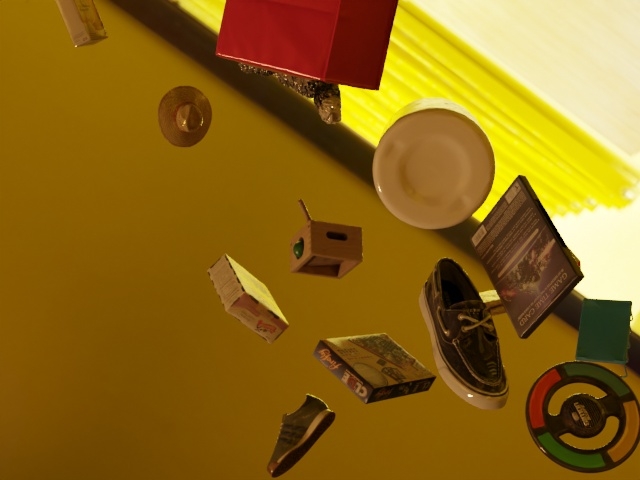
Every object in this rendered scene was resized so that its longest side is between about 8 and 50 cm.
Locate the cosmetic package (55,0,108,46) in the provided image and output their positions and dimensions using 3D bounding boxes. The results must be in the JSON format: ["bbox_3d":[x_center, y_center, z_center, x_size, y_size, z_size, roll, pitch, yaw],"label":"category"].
[{"bbox_3d":[-0.444,-0.419,1.570,0.041,0.115,0.060,-17,-169,26],"label":"cosmetic package"}]

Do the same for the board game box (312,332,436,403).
[{"bbox_3d":[0.118,0.267,1.808,0.243,0.165,0.042,3,120,-52],"label":"board game box"}]

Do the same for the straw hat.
[{"bbox_3d":[-0.302,-0.283,1.967,0.144,0.144,0.061,-55,-149,-6],"label":"straw hat"}]

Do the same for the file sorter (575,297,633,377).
[{"bbox_3d":[0.716,0.246,2.136,0.104,0.118,0.170,55,44,-50],"label":"file sorter"}]

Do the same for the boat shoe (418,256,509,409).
[{"bbox_3d":[0.247,0.147,1.437,0.301,0.108,0.102,-103,-158,-51],"label":"boat shoe"}]

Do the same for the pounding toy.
[{"bbox_3d":[0.000,0.000,1.657,0.130,0.141,0.100,137,-43,-57],"label":"pounding toy"}]

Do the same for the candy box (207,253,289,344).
[{"bbox_3d":[-0.180,0.143,2.098,0.070,0.165,0.196,-45,-146,5],"label":"candy box"}]

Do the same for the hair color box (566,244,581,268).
[{"bbox_3d":[0.542,0.069,2.091,0.093,0.167,0.053,-106,-175,-62],"label":"hair color box"}]

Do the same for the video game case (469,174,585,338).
[{"bbox_3d":[0.407,0.031,1.717,0.196,0.026,0.274,-58,-142,38],"label":"video game case"}]

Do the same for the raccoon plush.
[{"bbox_3d":[-0.098,-0.500,2.434,0.446,0.299,0.216,-96,-174,-59],"label":"raccoon plush"}]

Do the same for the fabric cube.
[{"bbox_3d":[-0.017,-0.459,1.719,0.254,0.258,0.259,-7,112,-61],"label":"fabric cube"}]

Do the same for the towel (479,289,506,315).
[{"bbox_3d":[0.514,0.169,2.371,0.187,0.282,0.049,-178,-99,-65],"label":"towel"}]

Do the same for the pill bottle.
[{"bbox_3d":[0.204,-0.154,1.551,0.204,0.204,0.361,-54,-177,15],"label":"pill bottle"}]

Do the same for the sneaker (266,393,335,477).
[{"bbox_3d":[-0.058,0.416,1.844,0.192,0.086,0.064,-47,146,1],"label":"sneaker"}]

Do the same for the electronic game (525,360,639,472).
[{"bbox_3d":[0.528,0.351,1.710,0.229,0.229,0.048,-57,161,-21],"label":"electronic game"}]
